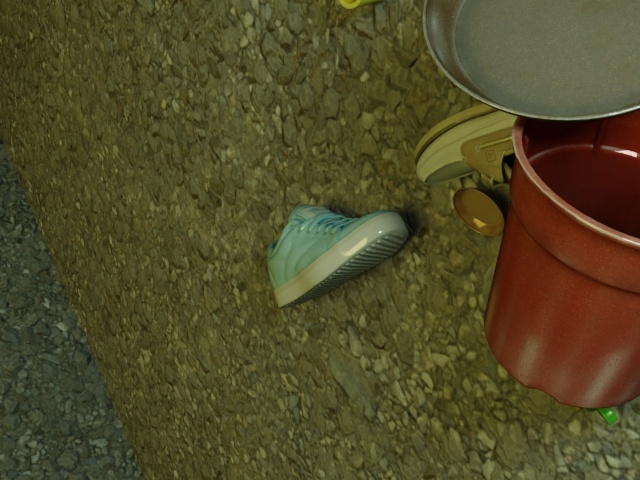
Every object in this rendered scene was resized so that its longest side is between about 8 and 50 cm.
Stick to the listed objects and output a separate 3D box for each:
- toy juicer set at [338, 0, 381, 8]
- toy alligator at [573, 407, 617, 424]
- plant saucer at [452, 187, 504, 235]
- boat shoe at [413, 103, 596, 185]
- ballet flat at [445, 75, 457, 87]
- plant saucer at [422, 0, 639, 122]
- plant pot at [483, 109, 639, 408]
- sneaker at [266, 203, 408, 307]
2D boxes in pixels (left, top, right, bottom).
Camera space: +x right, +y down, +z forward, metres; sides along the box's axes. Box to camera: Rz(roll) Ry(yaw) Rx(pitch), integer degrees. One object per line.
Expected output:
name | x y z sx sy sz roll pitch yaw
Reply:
toy juicer set | 0.060 -0.513 1.234 0.209 0.089 0.329 -18 85 55
toy alligator | 0.315 0.161 1.131 0.190 0.056 0.051 54 179 29
plant saucer | 0.219 -0.043 1.203 0.083 0.015 0.083 33 150 22
boat shoe | 0.230 -0.119 1.103 0.302 0.113 0.103 -30 71 53
ballet flat | 0.191 -0.248 1.179 0.041 0.041 0.114 63 143 19
plant saucer | 0.263 -0.235 0.911 0.310 0.310 0.050 49 172 34
plant pot | 0.304 0.021 0.940 0.272 0.272 0.265 48 144 35
sneaker | 0.000 0.000 1.443 0.366 0.135 0.150 -33 77 52
